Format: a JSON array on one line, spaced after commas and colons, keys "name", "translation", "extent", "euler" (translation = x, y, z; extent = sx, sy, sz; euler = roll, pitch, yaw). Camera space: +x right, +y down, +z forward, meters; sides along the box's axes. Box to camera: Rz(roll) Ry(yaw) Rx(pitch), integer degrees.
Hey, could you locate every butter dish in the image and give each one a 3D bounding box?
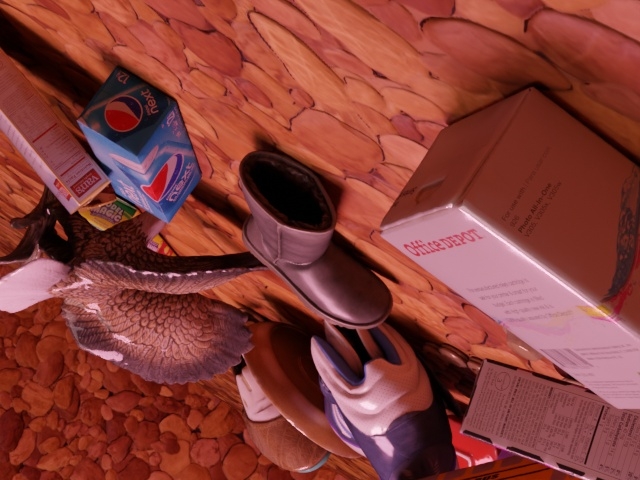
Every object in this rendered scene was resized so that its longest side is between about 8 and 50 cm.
[{"name": "butter dish", "translation": [0.195, 0.289, 1.721], "extent": [0.160, 0.118, 0.160], "euler": [20, 117, 44]}]

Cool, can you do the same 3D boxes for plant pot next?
[{"name": "plant pot", "translation": [-0.009, 0.192, 1.803], "extent": [0.236, 0.032, 0.236], "euler": [40, -163, -15]}]

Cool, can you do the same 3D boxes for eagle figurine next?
[{"name": "eagle figurine", "translation": [-0.209, 0.039, 1.537], "extent": [0.298, 0.225, 0.226], "euler": [34, -176, 4]}]

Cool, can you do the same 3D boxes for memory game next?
[{"name": "memory game", "translation": [0.190, 0.168, 1.494], "extent": [0.186, 0.012, 0.186], "euler": [32, 167, 8]}]

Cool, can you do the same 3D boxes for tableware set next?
[{"name": "tableware set", "translation": [0.230, 0.113, 1.183], "extent": [0.168, 0.020, 0.141], "euler": [36, 166, -11]}]

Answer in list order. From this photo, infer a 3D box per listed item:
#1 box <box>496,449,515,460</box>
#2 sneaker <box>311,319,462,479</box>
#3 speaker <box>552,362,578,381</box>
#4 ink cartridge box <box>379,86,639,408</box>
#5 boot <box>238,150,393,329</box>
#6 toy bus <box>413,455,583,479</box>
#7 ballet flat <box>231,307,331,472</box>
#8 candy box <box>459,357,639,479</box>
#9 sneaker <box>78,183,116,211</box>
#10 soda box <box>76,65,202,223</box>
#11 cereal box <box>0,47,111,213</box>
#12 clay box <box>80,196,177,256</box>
[{"name": "box", "translation": [0.363, 0.321, 1.513], "extent": [0.293, 0.057, 0.201], "euler": [17, 159, 45]}, {"name": "sneaker", "translation": [0.057, 0.152, 1.581], "extent": [0.236, 0.130, 0.323], "euler": [67, 174, -26]}, {"name": "speaker", "translation": [0.241, 0.093, 1.007], "extent": [0.055, 0.055, 0.136], "euler": [42, 164, -32]}, {"name": "ink cartridge box", "translation": [0.160, 0.012, 0.826], "extent": [0.212, 0.093, 0.154], "euler": [34, 167, -9]}, {"name": "boot", "translation": [0.000, 0.002, 1.252], "extent": [0.189, 0.076, 0.208], "euler": [31, 160, 1]}, {"name": "toy bus", "translation": [0.217, 0.286, 1.366], "extent": [0.108, 0.332, 0.130], "euler": [67, -156, -9]}, {"name": "ballet flat", "translation": [-0.076, 0.194, 1.880], "extent": [0.124, 0.116, 0.342], "euler": [59, -178, -29]}, {"name": "candy box", "translation": [0.251, 0.165, 1.052], "extent": [0.159, 0.071, 0.233], "euler": [22, 175, -43]}, {"name": "sneaker", "translation": [-0.305, -0.080, 1.689], "extent": [0.185, 0.069, 0.084], "euler": [-128, 21, -84]}, {"name": "soda box", "translation": [-0.174, -0.089, 1.313], "extent": [0.071, 0.067, 0.210], "euler": [31, 167, 10]}, {"name": "cereal box", "translation": [-0.313, -0.134, 1.372], "extent": [0.240, 0.047, 0.173], "euler": [51, 168, -8]}, {"name": "clay box", "translation": [-0.289, -0.016, 1.883], "extent": [0.127, 0.053, 0.222], "euler": [27, 166, 25]}]
